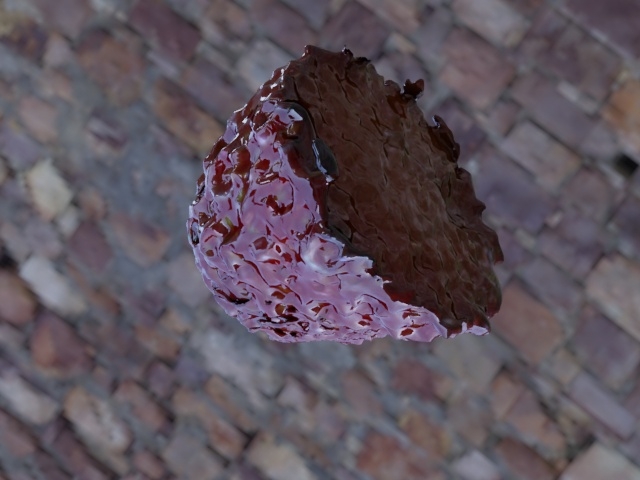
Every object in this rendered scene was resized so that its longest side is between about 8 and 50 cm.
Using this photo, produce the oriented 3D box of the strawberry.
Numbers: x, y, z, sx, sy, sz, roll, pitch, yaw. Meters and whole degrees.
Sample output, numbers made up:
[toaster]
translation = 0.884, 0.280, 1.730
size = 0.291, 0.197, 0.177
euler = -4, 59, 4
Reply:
[strawberry]
translation = 0.000, 0.000, 1.142
size = 0.234, 0.178, 0.234
euler = 39, -149, -29
